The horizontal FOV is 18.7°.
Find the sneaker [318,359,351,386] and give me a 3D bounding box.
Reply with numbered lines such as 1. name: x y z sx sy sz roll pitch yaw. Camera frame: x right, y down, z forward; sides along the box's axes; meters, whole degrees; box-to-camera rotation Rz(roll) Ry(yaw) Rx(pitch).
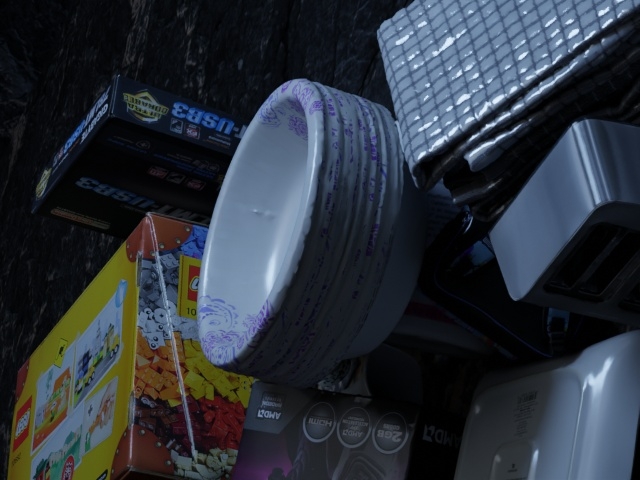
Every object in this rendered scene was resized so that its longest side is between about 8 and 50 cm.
1. sneaker: 0.001 0.084 2.116 0.410 0.158 0.182 -57 -47 -67

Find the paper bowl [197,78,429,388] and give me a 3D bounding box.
1. paper bowl: 0.000 0.000 1.833 0.284 0.148 0.284 -165 90 -71

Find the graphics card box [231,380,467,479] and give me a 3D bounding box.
1. graphics card box: 0.003 0.336 1.942 0.232 0.094 0.371 5 78 42

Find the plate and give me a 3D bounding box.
1. plate: 0.190 0.226 1.786 0.277 0.045 0.278 -25 48 60

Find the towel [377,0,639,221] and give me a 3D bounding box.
1. towel: 0.200 -0.167 1.739 0.283 0.121 0.235 -37 36 20

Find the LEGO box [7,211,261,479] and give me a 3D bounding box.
1. LEGO box: -0.256 0.253 2.631 0.500 0.193 0.372 -45 36 50

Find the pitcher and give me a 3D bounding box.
1. pitcher: 0.032 0.237 2.080 0.207 0.125 0.178 -48 35 27

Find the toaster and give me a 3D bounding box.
1. toaster: 0.261 -0.014 1.647 0.186 0.168 0.110 -56 32 40

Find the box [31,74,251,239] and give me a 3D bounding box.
1. box: -0.197 -0.082 2.579 0.293 0.295 0.073 -42 37 51

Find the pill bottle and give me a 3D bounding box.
1. pill bottle: 0.127 -0.032 1.971 0.160 0.160 0.283 -7 70 66

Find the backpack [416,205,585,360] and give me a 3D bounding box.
1. backpack: 0.192 0.008 1.814 0.173 0.158 0.117 -59 6 -12
